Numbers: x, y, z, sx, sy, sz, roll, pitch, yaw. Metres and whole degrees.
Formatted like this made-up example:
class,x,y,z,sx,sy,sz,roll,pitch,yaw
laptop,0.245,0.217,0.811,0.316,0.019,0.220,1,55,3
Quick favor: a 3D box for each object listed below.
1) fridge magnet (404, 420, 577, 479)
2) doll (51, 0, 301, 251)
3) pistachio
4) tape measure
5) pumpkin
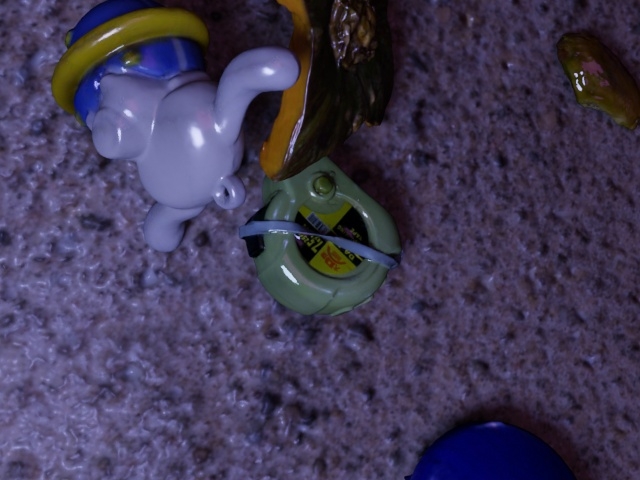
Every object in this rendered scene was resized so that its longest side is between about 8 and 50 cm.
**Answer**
class,x,y,z,sx,sy,sz,roll,pitch,yaw
fridge magnet,0.211,0.348,0.805,0.265,0.112,0.265,9,65,-20
doll,-0.155,-0.143,0.667,0.159,0.311,0.242,-1,73,-42
pistachio,0.396,-0.221,0.952,0.173,0.049,0.089,43,77,-8
tape measure,0.000,0.000,0.799,0.200,0.106,0.175,40,63,-11
pumpkin,0.016,-0.235,0.724,0.095,0.258,0.290,8,115,23
